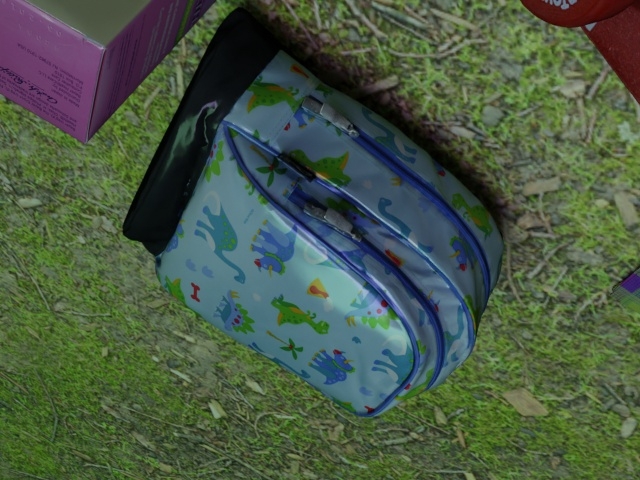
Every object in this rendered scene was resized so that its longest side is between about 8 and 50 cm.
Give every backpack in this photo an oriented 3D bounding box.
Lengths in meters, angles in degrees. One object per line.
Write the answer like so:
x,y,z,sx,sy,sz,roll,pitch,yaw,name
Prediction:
0.000,0.000,0.963,0.355,0.273,0.290,26,136,-13,backpack

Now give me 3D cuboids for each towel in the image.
0.327,0.046,0.957,0.060,0.009,0.083,32,142,-2,towel

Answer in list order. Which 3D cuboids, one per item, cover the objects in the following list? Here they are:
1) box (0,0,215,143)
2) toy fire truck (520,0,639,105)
-0.212,-0.239,0.819,0.213,0.243,0.117,30,142,0,box
0.266,-0.170,0.552,0.254,0.169,0.302,58,147,19,toy fire truck
